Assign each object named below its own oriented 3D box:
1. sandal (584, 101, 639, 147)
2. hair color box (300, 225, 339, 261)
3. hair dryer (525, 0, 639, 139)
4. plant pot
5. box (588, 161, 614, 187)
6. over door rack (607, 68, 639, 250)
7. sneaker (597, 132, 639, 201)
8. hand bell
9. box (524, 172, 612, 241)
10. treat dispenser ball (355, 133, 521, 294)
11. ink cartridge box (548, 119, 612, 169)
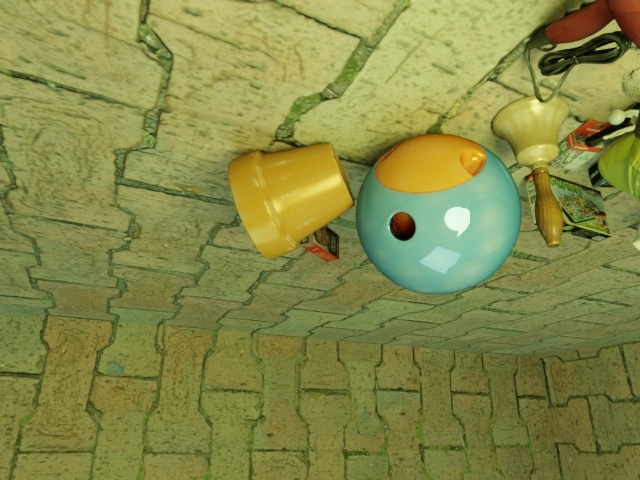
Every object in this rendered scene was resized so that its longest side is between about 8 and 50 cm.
[{"bbox_3d":[0.523,-0.206,0.781,0.179,0.040,0.067,-22,-171,21],"label":"sandal"},{"bbox_3d":[0.000,0.000,1.257,0.043,0.072,0.141,-12,155,28],"label":"hair color box"},{"bbox_3d":[0.315,-0.253,0.544,0.080,0.223,0.293,-34,139,-16],"label":"hair dryer"},{"bbox_3d":[-0.043,-0.091,0.909,0.188,0.205,0.205,-21,154,8],"label":"plant pot"},{"bbox_3d":[0.652,-0.160,0.911,0.184,0.045,0.191,0,157,-5],"label":"box"},{"bbox_3d":[0.473,-0.161,0.569,0.108,0.324,0.239,20,155,-6],"label":"over door rack"},{"bbox_3d":[0.542,-0.091,0.711,0.147,0.145,0.385,-22,-162,-2],"label":"sneaker"},{"bbox_3d":[0.365,-0.103,0.790,0.126,0.242,0.126,0,157,0],"label":"hand bell"},{"bbox_3d":[0.533,-0.072,1.031,0.207,0.114,0.036,11,155,-25],"label":"box"},{"bbox_3d":[0.208,-0.047,0.867,0.288,0.288,0.288,0,157,0],"label":"treat dispenser ball"},{"bbox_3d":[0.484,-0.175,0.892,0.063,0.029,0.115,6,157,-12],"label":"ink cartridge box"}]
